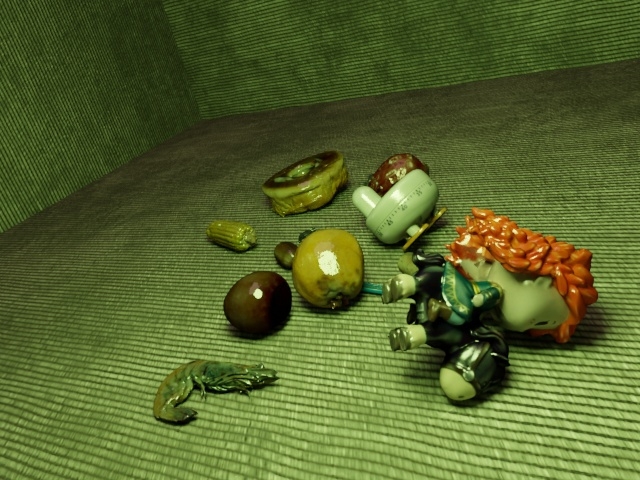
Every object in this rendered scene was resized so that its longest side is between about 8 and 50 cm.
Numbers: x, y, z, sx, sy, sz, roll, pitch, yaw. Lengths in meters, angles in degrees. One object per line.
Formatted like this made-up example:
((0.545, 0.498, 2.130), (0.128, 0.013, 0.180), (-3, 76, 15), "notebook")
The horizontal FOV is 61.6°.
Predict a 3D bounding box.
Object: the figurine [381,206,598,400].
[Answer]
((0.317, 0.115, 1.027), (0.411, 0.241, 0.306), (-34, 70, -20), "figurine")

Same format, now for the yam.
((0.283, 0.106, 1.280), (0.071, 0.067, 0.317), (-49, 32, 0), "yam")

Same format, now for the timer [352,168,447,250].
((0.218, -0.110, 1.548), (0.240, 0.233, 0.233), (45, 52, 10), "timer")

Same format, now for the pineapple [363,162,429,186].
((0.262, -0.202, 1.873), (0.237, 0.111, 0.119), (-7, -1, 29), "pineapple")

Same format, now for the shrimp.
((-0.235, 0.324, 1.157), (0.295, 0.058, 0.169), (-7, 34, 24), "shrimp")

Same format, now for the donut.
((-0.047, -0.208, 2.009), (0.329, 0.160, 0.330), (-23, 20, 9), "donut")

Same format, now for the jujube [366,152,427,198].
((0.232, -0.177, 1.734), (0.236, 0.168, 0.168), (-35, 11, 38), "jujube")

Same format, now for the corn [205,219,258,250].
((-0.304, -0.022, 1.824), (0.097, 0.097, 0.261), (-34, 30, -33), "corn")

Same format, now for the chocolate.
((-0.164, 0.151, 1.337), (0.176, 0.177, 0.177), (-12, 26, 6), "chocolate")

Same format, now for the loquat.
((0.022, 0.070, 1.353), (0.187, 0.176, 0.234), (-35, 44, 31), "loquat")

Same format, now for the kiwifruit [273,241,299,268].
((-0.096, 0.042, 1.612), (0.075, 0.075, 0.124), (-24, 23, -17), "kiwifruit")

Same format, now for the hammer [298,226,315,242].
((0.000, 0.000, 1.697), (0.078, 0.021, 0.201), (-29, 28, -26), "hammer")

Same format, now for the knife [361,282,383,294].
((0.085, 0.116, 1.417), (0.296, 0.026, 0.044), (5, 21, 36), "knife")
